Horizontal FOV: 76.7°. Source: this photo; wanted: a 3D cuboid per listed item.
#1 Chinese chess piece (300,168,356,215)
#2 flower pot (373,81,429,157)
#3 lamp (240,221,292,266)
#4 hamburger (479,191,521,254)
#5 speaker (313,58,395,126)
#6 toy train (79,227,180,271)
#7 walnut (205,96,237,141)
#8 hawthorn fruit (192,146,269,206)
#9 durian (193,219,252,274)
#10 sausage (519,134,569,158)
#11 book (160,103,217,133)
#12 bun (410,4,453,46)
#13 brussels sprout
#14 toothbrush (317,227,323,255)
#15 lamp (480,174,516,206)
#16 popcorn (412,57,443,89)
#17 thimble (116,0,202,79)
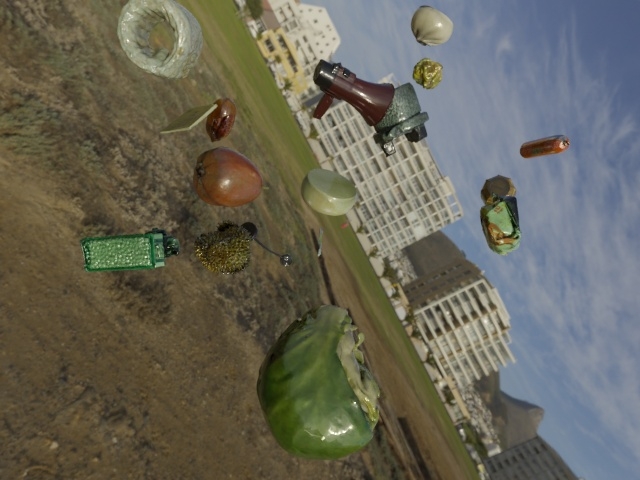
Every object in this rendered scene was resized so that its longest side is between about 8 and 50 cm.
[{"bbox_3d":[0.036,-0.214,1.783,0.251,0.249,0.101,-111,-146,-45],"label":"Chinese chess piece"},{"bbox_3d":[0.363,-0.574,1.955,0.299,0.298,0.283,-92,157,-75],"label":"flower pot"},{"bbox_3d":[-0.281,0.052,2.124,0.371,0.130,0.109,51,6,-36],"label":"lamp"},{"bbox_3d":[0.634,-0.069,1.447,0.214,0.125,0.236,48,26,-72],"label":"hamburger"},{"bbox_3d":[0.108,-0.623,1.720,0.259,0.329,0.199,167,-62,-68],"label":"speaker"},{"bbox_3d":[-0.553,0.024,1.183,0.154,0.268,0.115,-13,100,-78],"label":"toy train"},{"bbox_3d":[-0.427,-0.511,1.727,0.115,0.207,0.116,26,23,-12],"label":"walnut"},{"bbox_3d":[-0.271,-0.188,1.274,0.251,0.199,0.200,13,42,-40],"label":"hawthorn fruit"},{"bbox_3d":[-0.443,0.039,1.845,0.292,0.258,0.258,12,-32,39],"label":"durian"},{"bbox_3d":[0.858,-0.357,1.536,0.071,0.071,0.234,62,-3,-7],"label":"sausage"},{"bbox_3d":[-0.519,-0.484,1.601,0.192,0.167,0.013,-60,140,-39],"label":"book"},{"bbox_3d":[0.434,-0.841,1.610,0.172,0.120,0.173,28,19,-10],"label":"bun"},{"bbox_3d":[-0.014,0.356,1.043,0.276,0.314,0.372,69,16,-54],"label":"brussels sprout"},{"bbox_3d":[0.000,0.000,2.106,0.022,0.026,0.263,22,31,-10],"label":"toothbrush"},{"bbox_3d":[0.856,-0.222,1.949,0.162,0.161,0.185,65,15,20],"label":"lamp"},{"bbox_3d":[0.502,-0.776,1.886,0.145,0.125,0.126,47,-1,-32],"label":"popcorn"},{"bbox_3d":[-0.616,-0.777,1.572,0.292,0.291,0.195,61,11,-13],"label":"thimble"}]
